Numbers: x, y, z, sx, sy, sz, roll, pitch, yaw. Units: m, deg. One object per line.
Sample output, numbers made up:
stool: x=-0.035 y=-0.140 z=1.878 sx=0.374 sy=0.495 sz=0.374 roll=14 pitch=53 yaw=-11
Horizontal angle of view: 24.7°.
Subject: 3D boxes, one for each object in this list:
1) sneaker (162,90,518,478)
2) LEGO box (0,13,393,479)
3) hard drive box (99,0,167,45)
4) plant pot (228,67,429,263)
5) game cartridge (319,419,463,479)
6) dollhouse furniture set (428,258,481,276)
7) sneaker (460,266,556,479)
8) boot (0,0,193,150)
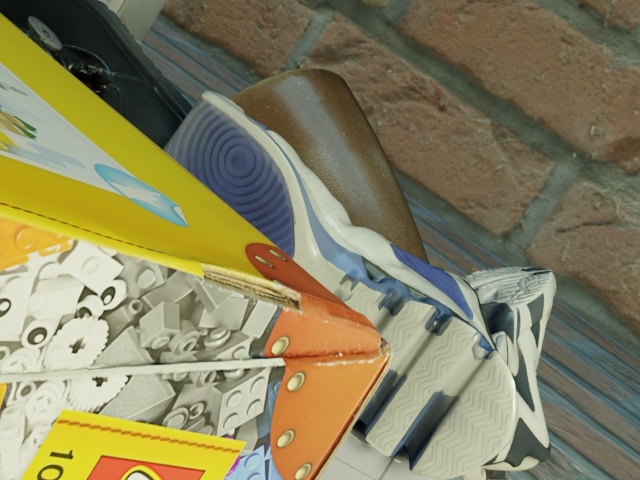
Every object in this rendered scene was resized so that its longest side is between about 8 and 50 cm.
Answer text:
sneaker: x=0.014 y=0.042 z=1.045 sx=0.315 sy=0.127 sz=0.182 roll=42 pitch=7 yaw=12
LEGO box: x=-0.277 y=-0.049 z=0.556 sx=0.500 sy=0.193 sz=0.372 roll=39 pitch=11 yaw=36
hard drive box: x=-0.334 y=-0.324 z=1.901 sx=0.232 sy=0.181 sz=0.089 roll=37 pitch=8 yaw=20
plant pot: x=0.000 y=0.000 z=1.329 sx=0.230 sy=0.215 sz=0.215 roll=54 pitch=17 yaw=25
game cartridge: x=-0.033 y=0.101 z=1.062 sx=0.297 sy=0.062 sz=0.198 roll=32 pitch=13 yaw=-4
dollhouse furniture set: x=0.145 y=0.079 z=1.568 sx=0.144 sy=0.123 sz=0.151 roll=37 pitch=10 yaw=27
sneaker: x=0.156 y=0.125 z=1.283 sx=0.094 sy=0.153 sz=0.235 roll=-2 pitch=21 yaw=17
boot: x=-0.334 y=-0.175 z=1.289 sx=0.367 sy=0.146 sz=0.445 roll=36 pitch=14 yaw=31
